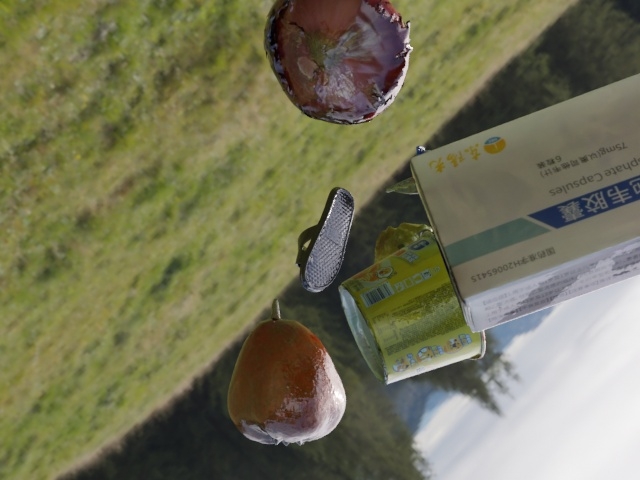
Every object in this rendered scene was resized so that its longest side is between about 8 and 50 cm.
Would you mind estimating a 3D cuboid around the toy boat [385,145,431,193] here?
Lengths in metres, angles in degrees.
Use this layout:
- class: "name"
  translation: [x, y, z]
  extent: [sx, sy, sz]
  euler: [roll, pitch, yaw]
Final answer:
- class: "toy boat"
  translation: [0.147, -0.085, 1.444]
  extent: [0.110, 0.091, 0.175]
  euler: [-6, 173, 18]

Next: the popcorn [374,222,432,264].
- class: "popcorn"
  translation: [0.173, 0.043, 1.870]
  extent: [0.173, 0.142, 0.173]
  euler: [-166, -90, -68]

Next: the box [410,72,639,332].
- class: "box"
  translation: [0.281, -0.055, 1.011]
  extent: [0.343, 0.200, 0.065]
  euler: [-20, 142, 6]

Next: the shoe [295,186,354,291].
- class: "shoe"
  translation: [0.000, 0.000, 1.345]
  extent: [0.053, 0.062, 0.159]
  euler: [-4, -123, 44]

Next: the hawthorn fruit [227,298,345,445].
- class: "hawthorn fruit"
  translation: [-0.063, 0.222, 1.686]
  extent: [0.200, 0.251, 0.199]
  euler: [-7, 172, -1]

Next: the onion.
- class: "onion"
  translation: [0.028, -0.231, 1.168]
  extent: [0.184, 0.184, 0.147]
  euler: [-54, 178, 41]

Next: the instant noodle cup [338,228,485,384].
- class: "instant noodle cup"
  translation: [0.125, 0.104, 1.420]
  extent: [0.153, 0.205, 0.205]
  euler: [-23, 167, -11]
